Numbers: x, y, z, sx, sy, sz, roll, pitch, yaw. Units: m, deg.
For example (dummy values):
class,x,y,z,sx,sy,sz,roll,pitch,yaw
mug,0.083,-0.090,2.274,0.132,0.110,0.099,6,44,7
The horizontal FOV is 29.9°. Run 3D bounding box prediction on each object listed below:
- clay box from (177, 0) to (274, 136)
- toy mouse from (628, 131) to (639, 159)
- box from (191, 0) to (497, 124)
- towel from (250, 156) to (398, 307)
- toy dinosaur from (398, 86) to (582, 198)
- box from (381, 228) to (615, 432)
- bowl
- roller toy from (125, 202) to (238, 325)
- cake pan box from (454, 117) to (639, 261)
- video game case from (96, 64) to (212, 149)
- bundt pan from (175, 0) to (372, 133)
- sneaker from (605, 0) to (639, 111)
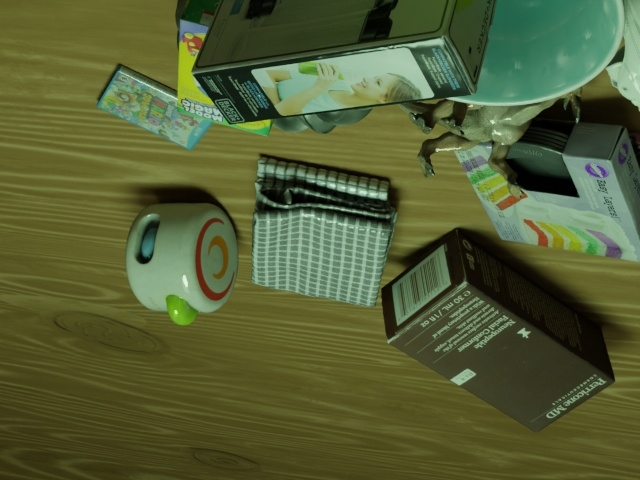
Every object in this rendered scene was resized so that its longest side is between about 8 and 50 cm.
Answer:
class,x,y,z,sx,sy,sz,roll,pitch,yaw
clay box,-0.113,-0.209,1.507,0.127,0.053,0.222,15,149,1
toy mouse,0.426,-0.115,1.688,0.143,0.031,0.161,13,148,11
box,0.028,-0.222,1.232,0.290,0.169,0.087,-2,143,30
towel,0.000,0.000,1.987,0.235,0.121,0.284,12,150,4
toy dinosaur,0.231,-0.177,1.580,0.295,0.200,0.127,13,143,48
box,0.304,0.163,2.055,0.381,0.143,0.191,31,124,-29
bowl,0.190,-0.310,1.336,0.311,0.163,0.311,12,151,7
roller toy,-0.243,0.029,2.079,0.146,0.209,0.191,0,112,24
cake pan box,0.337,-0.079,1.709,0.245,0.070,0.267,9,151,32
video game case,-0.255,-0.204,1.863,0.166,0.015,0.119,24,149,-16
bundt pan,-0.044,-0.255,1.575,0.330,0.124,0.331,11,151,6
sneaker,0.439,-0.184,1.457,0.152,0.114,0.305,-2,121,39
